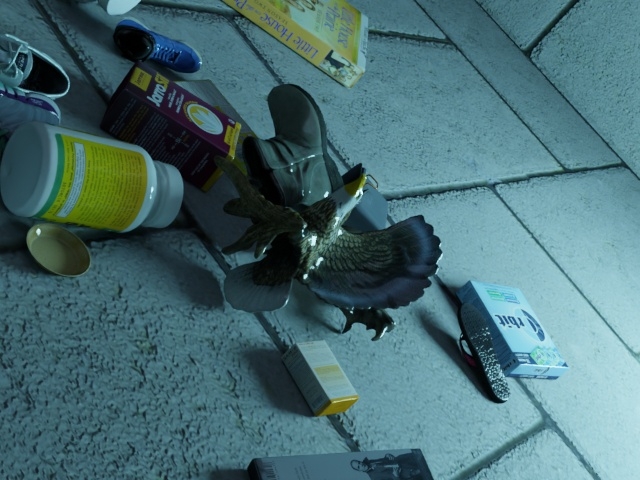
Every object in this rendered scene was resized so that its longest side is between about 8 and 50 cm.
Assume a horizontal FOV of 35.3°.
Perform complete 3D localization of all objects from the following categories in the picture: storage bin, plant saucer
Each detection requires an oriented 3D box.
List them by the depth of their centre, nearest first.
[{"bbox_3d":[-0.316,0.015,1.204,0.083,0.015,0.083,30,31,-20],"label":"plant saucer"},{"bbox_3d":[0.069,-0.057,1.703,0.091,0.098,0.135,44,27,-19],"label":"storage bin"}]

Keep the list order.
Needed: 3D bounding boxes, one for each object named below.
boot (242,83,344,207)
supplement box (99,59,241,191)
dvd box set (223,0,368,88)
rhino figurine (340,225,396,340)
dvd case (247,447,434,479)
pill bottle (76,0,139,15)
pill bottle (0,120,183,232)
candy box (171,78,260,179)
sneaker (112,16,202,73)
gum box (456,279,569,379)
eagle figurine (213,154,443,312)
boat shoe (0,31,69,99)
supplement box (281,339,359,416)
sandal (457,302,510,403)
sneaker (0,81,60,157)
[{"bbox_3d":[-0.063,-0.158,1.628,0.161,0.083,0.246,1,60,-48],"label":"boot"},{"bbox_3d":[-0.221,-0.171,1.503,0.188,0.081,0.104,32,31,-18],"label":"supplement box"},{"bbox_3d":[-0.081,-0.524,2.170,0.420,0.062,0.307,33,31,-16],"label":"dvd box set"},{"bbox_3d":[0.060,0.066,1.532,0.106,0.073,0.243,5,41,-14],"label":"rhino figurine"},{"bbox_3d":[0.047,0.327,1.166,0.239,0.029,0.179,3,45,-30],"label":"dvd case"},{"bbox_3d":[-0.399,-0.491,1.648,0.264,0.146,0.146,46,29,7],"label":"pill bottle"},{"bbox_3d":[-0.281,-0.073,1.261,0.208,0.117,0.117,10,42,-44],"label":"pill bottle"},{"bbox_3d":[-0.158,-0.184,1.653,0.206,0.027,0.105,50,27,13],"label":"candy box"},{"bbox_3d":[-0.269,-0.309,1.650,0.152,0.058,0.084,29,25,-14],"label":"sneaker"},{"bbox_3d":[0.341,0.160,1.788,0.157,0.041,0.184,11,42,-44],"label":"gum box"},{"bbox_3d":[0.009,-0.005,1.429,0.298,0.225,0.226,21,57,-55],"label":"eagle figurine"},{"bbox_3d":[-0.403,-0.234,1.293,0.081,0.079,0.227,11,-4,21],"label":"boat shoe"},{"bbox_3d":[-0.001,0.183,1.343,0.062,0.036,0.098,2,49,-50],"label":"supplement box"},{"bbox_3d":[0.259,0.188,1.663,0.067,0.040,0.179,1,63,-43],"label":"sandal"},{"bbox_3d":[-0.409,-0.147,1.244,0.224,0.083,0.098,7,50,-48],"label":"sneaker"}]
